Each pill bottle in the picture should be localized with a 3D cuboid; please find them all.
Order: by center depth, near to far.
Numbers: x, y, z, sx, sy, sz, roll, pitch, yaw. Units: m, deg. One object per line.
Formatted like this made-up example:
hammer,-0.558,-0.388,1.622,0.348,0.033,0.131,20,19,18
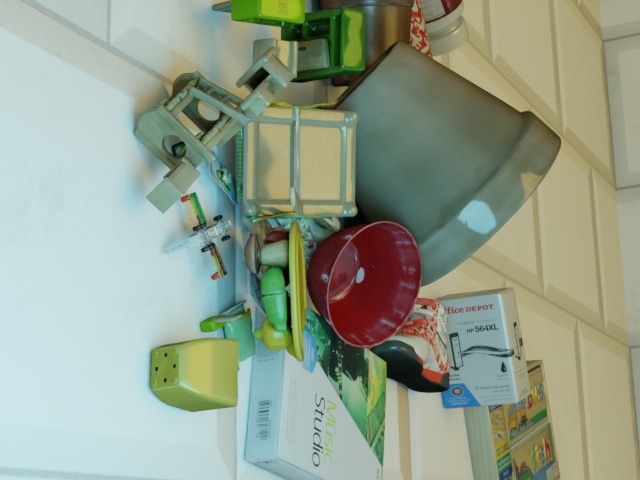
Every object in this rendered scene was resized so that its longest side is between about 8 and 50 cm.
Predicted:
pill bottle,0.198,-0.466,2.253,0.221,0.121,0.121,64,31,-31

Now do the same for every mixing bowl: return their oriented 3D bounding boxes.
mixing bowl,0.047,0.052,1.702,0.181,0.098,0.181,-14,111,-39

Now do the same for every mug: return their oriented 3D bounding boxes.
mug,0.137,-0.347,2.110,0.150,0.113,0.169,14,67,-64

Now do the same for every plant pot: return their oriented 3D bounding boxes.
plant pot,-0.154,0.155,1.410,0.083,0.081,0.082,17,67,-49
plant pot,0.152,-0.138,1.811,0.280,0.323,0.323,44,35,-6
plant pot,0.078,-0.334,1.942,0.167,0.167,0.165,-12,100,-64

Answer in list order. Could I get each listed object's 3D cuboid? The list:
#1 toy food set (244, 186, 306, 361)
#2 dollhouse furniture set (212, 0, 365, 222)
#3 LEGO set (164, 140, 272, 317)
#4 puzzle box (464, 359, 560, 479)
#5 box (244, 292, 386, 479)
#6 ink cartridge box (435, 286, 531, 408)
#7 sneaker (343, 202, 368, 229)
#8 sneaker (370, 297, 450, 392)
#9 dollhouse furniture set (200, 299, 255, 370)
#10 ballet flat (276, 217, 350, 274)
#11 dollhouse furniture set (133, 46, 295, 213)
toy food set,-0.058,0.047,1.530,0.128,0.071,0.218,36,52,-85
dollhouse furniture set,-0.060,-0.176,1.658,0.197,0.151,0.302,0,92,-38
LEGO set,-0.133,-0.015,1.559,0.244,0.060,0.182,54,23,-45
puzzle box,0.399,0.405,2.471,0.409,0.052,0.272,-8,89,-64
box,0.003,0.238,1.717,0.322,0.058,0.232,40,47,-54
ink cartridge box,0.292,0.197,2.208,0.086,0.148,0.203,-12,92,-62
sneaker,0.071,-0.032,1.951,0.071,0.066,0.188,76,26,-51
sneaker,0.147,0.157,2.001,0.270,0.090,0.145,38,48,-59
dollhouse furniture set,-0.105,0.127,1.532,0.151,0.058,0.076,-29,108,-62
ballet flat,0.000,0.000,1.762,0.241,0.077,0.091,58,32,-40
dollhouse furniture set,-0.140,-0.152,1.412,0.101,0.161,0.182,44,35,-9
